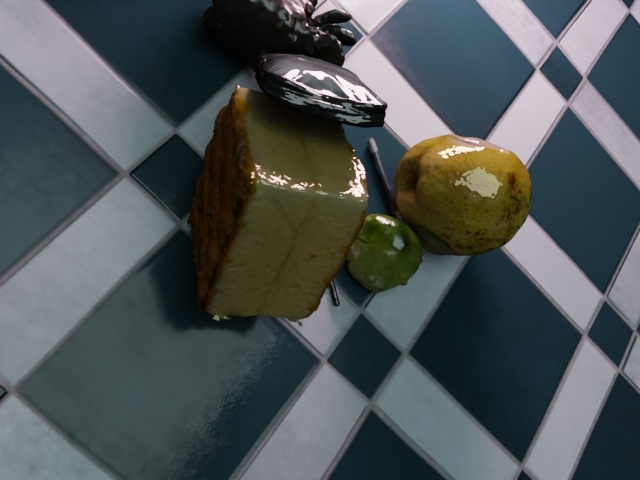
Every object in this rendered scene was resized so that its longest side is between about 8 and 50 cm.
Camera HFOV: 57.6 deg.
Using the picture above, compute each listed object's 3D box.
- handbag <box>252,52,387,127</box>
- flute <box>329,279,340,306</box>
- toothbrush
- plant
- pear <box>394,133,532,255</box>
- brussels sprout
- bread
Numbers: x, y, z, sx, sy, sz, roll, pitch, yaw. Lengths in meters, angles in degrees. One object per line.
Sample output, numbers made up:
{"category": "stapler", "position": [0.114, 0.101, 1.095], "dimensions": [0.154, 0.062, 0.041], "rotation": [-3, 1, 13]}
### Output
{"category": "handbag", "position": [-0.011, -0.250, 0.935], "dimensions": [0.192, 0.332, 0.075], "rotation": [12, 112, -13]}
{"category": "flute", "position": [0.000, 0.000, 1.154], "dimensions": [0.014, 0.014, 0.269], "rotation": [-11, 82, -28]}
{"category": "toothbrush", "position": [0.155, -0.083, 1.246], "dimensions": [0.026, 0.024, 0.288], "rotation": [-20, 88, -14]}
{"category": "plant", "position": [-0.074, -0.423, 1.121], "dimensions": [0.276, 0.199, 0.188], "rotation": [30, 60, -19]}
{"category": "pear", "position": [0.284, -0.099, 1.183], "dimensions": [0.271, 0.271, 0.271], "rotation": [6, 75, -24]}
{"category": "brussels sprout", "position": [0.132, 0.022, 1.151], "dimensions": [0.152, 0.122, 0.149], "rotation": [2, 74, -27]}
{"category": "bread", "position": [-0.080, -0.056, 0.933], "dimensions": [0.207, 0.279, 0.279], "rotation": [9, 38, -22]}
